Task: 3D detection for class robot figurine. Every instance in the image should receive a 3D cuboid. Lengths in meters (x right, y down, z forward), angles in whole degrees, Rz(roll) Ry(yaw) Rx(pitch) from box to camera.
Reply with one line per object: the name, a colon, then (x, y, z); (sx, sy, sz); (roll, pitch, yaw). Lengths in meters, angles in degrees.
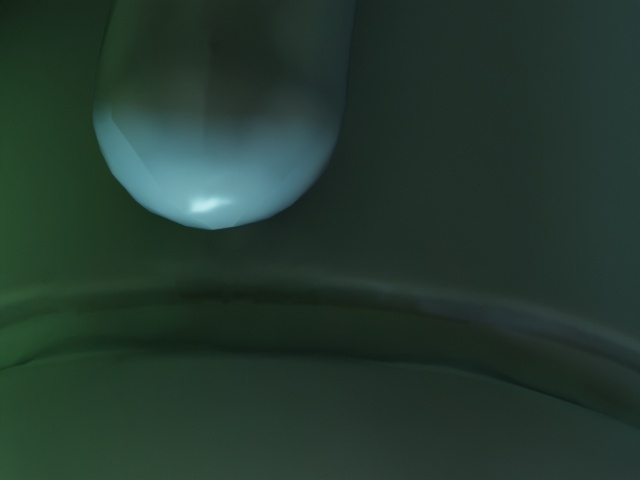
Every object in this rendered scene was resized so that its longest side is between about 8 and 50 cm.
robot figurine: (0.000, 0.000, 0.470); (0.200, 0.353, 0.300); (-1, 153, 11)
